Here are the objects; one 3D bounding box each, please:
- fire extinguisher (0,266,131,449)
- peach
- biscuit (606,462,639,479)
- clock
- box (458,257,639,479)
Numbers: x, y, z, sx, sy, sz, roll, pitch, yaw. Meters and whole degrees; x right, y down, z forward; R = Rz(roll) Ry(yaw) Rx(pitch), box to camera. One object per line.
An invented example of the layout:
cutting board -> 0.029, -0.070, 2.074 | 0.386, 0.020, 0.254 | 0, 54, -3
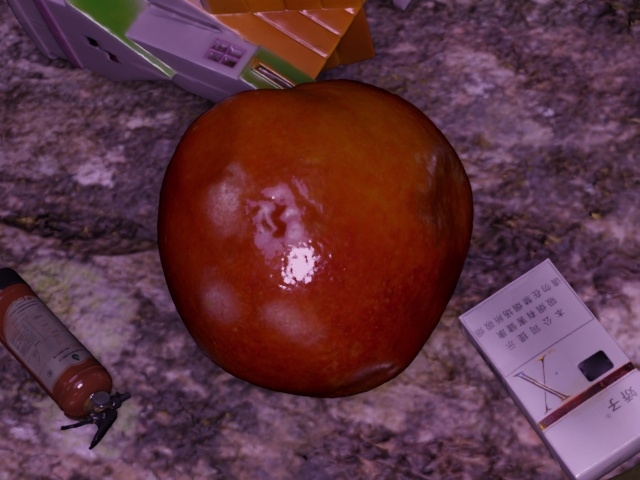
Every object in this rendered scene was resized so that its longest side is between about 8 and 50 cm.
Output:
fire extinguisher -> -0.213, 0.094, 1.168 | 0.062, 0.050, 0.177 | -27, 56, -33
peach -> 0.000, 0.000, 1.082 | 0.243, 0.199, 0.243 | 0, 69, 1
biscuit -> 0.131, 0.248, 1.014 | 0.322, 0.038, 0.099 | -27, 57, -1
clock -> -0.076, -0.233, 1.243 | 0.309, 0.166, 0.235 | 24, 70, 22
box -> 0.177, 0.097, 1.080 | 0.084, 0.040, 0.154 | -32, 59, -6
